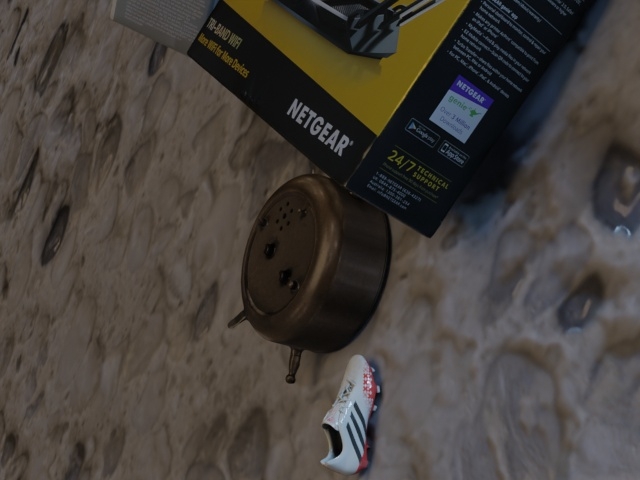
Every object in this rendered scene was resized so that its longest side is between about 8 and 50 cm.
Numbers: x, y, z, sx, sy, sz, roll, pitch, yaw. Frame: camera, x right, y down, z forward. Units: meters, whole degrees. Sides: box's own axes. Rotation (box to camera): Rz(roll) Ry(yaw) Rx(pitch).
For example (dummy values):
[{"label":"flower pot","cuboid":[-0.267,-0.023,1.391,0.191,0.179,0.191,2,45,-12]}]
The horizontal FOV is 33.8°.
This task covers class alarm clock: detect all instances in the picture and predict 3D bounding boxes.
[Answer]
[{"label":"alarm clock","cuboid":[0.000,0.000,0.781,0.192,0.064,0.129,-56,35,20]}]

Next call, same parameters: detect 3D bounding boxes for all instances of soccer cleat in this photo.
[{"label":"soccer cleat","cuboid":[0.018,0.117,0.718,0.029,0.036,0.083,-17,62,53]}]

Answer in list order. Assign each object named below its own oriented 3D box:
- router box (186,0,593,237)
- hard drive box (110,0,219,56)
[{"label":"router box","cuboid":[0.045,-0.174,0.734,0.243,0.081,0.309,-56,34,7]},{"label":"hard drive box","cuboid":[-0.077,-0.297,0.877,0.181,0.089,0.232,-58,-7,-50]}]
